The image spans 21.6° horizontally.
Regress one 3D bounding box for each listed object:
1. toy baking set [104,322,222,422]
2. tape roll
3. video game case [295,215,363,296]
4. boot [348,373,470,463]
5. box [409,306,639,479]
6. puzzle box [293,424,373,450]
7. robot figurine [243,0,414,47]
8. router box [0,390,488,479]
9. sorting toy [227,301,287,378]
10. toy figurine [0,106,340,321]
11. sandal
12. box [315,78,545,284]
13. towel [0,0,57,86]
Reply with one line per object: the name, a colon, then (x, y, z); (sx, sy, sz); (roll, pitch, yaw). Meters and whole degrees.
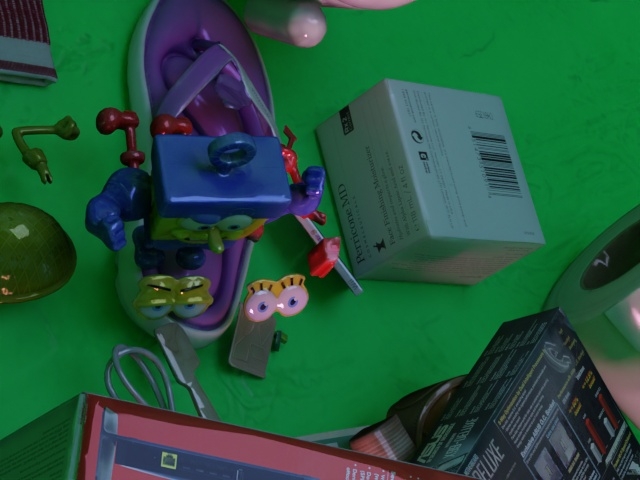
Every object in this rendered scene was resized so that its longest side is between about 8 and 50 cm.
toy baking set: (-0.119, 0.187, 1.365); (0.197, 0.030, 0.256); (43, 43, -15)
tape roll: (0.390, 0.070, 1.842); (0.169, 0.246, 0.246); (49, 42, -10)
video game case: (0.000, 0.000, 1.648); (0.122, 0.011, 0.087); (53, 0, -5)
boot: (0.114, 0.216, 1.550); (0.197, 0.073, 0.152); (-29, 92, -46)
box: (0.195, 0.244, 1.519); (0.242, 0.076, 0.307); (58, 40, -16)
puzzle box: (-0.016, 0.309, 1.452); (0.409, 0.052, 0.272); (-2, 67, -45)
robot figurine: (0.017, -0.330, 1.662); (0.199, 0.353, 0.300); (22, 86, -31)
router box: (-0.087, 0.204, 1.138); (0.301, 0.335, 0.082); (16, 66, -24)
sorting toy: (-0.058, 0.096, 1.561); (0.083, 0.012, 0.062); (27, 67, -52)
toy figurine: (-0.128, -0.058, 1.370); (0.362, 0.217, 0.191); (2, 69, -22)
sandal: (-0.095, -0.087, 1.580); (0.169, 0.102, 0.416); (25, 50, -32)
box: (0.115, -0.057, 1.751); (0.182, 0.119, 0.181); (3, 64, -42)
towel: (-0.366, -0.297, 1.505); (0.237, 0.037, 0.329); (3, 66, -45)
